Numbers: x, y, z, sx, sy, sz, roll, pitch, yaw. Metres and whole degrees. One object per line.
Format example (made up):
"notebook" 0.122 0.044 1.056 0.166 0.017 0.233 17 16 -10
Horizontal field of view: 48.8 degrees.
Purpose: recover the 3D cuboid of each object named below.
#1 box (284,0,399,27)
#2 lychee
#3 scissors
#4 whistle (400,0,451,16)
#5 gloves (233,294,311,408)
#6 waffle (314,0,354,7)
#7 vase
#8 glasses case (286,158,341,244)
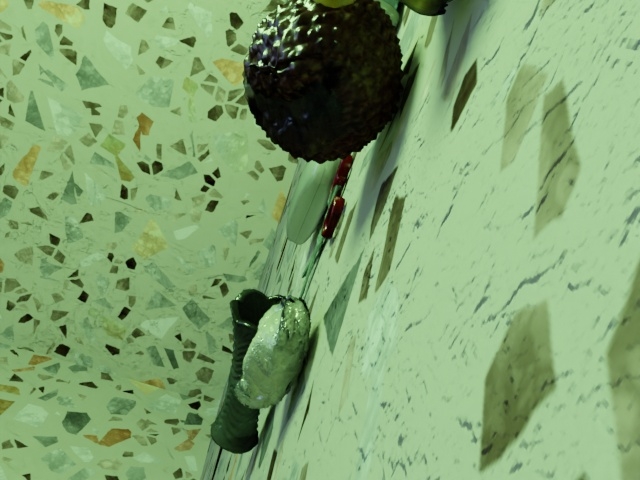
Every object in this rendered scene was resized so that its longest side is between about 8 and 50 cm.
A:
"box" 0.033 -0.336 1.046 0.130 0.162 0.227 -63 3 -20
"lychee" 0.008 -0.178 0.752 0.188 0.187 0.188 -163 90 -84
"scissors" 0.000 0.000 1.041 0.144 0.017 0.248 -78 6 -48
"whistle" 0.123 -0.270 0.455 0.326 0.057 0.068 119 160 -66
"gloves" -0.049 0.129 0.856 0.114 0.070 0.153 -70 2 -53
"waffle" 0.093 -0.306 0.572 0.229 0.057 0.219 -50 -5 38
"vase" -0.103 0.199 1.037 0.115 0.115 0.238 -84 11 -64
"glasses case" -0.013 -0.075 1.146 0.233 0.059 0.092 117 170 -57
